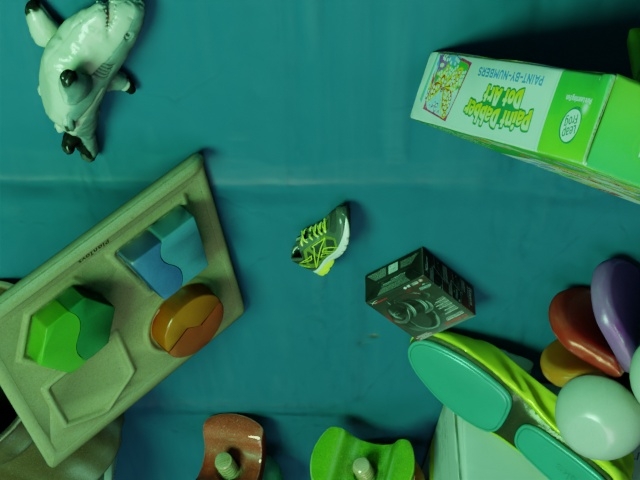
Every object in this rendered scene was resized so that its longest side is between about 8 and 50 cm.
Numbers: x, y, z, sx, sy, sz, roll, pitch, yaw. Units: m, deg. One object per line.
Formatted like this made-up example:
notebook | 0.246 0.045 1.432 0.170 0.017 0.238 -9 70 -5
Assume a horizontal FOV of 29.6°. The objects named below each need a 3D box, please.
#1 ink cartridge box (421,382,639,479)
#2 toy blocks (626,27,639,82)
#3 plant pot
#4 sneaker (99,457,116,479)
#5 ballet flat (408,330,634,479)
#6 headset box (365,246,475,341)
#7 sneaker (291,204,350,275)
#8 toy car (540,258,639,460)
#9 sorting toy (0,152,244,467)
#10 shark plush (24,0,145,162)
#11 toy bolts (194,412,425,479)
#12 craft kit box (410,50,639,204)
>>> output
ink cartridge box | 0.206 0.291 1.194 0.198 0.197 0.270 4 141 -3
toy blocks | 0.376 -0.194 0.621 0.381 0.191 0.261 7 129 4
plant pot | -0.267 0.145 1.067 0.167 0.167 0.165 -13 148 17
sneaker | -0.343 0.273 1.247 0.180 0.125 0.321 22 137 -26
ballet flat | 0.184 0.149 1.088 0.231 0.077 0.077 38 138 14
headset box | 0.087 0.049 1.026 0.062 0.032 0.083 -27 132 31
sneaker | 0.000 0.000 0.967 0.035 0.031 0.083 13 140 -13
toy car | 0.258 0.080 0.996 0.136 0.159 0.182 53 131 0
sorting toy | -0.184 0.092 0.925 0.307 0.041 0.229 -39 149 -22
shark plush | -0.154 -0.099 0.833 0.067 0.073 0.161 -20 142 -23
toy bolts | -0.022 0.289 1.215 0.228 0.218 0.158 11 152 20
craft kit box | 0.214 -0.049 0.757 0.249 0.061 0.246 18 -177 -19
